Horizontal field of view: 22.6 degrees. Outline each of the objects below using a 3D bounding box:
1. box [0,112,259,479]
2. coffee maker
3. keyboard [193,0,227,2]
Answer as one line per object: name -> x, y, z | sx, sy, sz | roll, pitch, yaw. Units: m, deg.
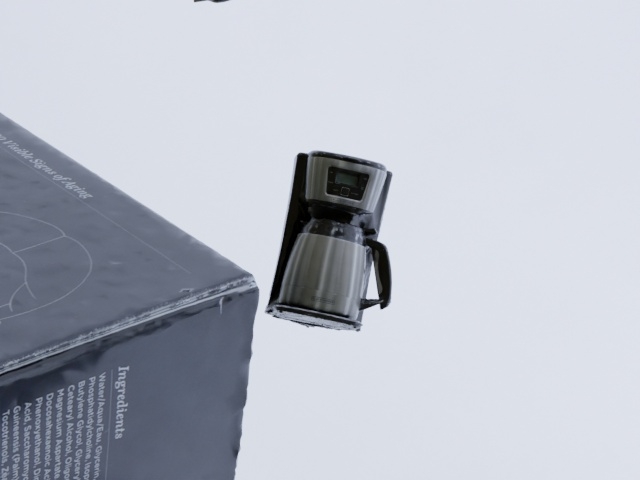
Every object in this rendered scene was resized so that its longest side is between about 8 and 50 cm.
box -> -0.395, 0.112, 1.451 | 0.480, 0.472, 0.297 | 31, -53, 36
coffee maker -> 0.000, 0.000, 1.702 | 0.171, 0.120, 0.178 | 0, -104, 60
keyboard -> 0.025, -0.153, 0.674 | 0.201, 0.317, 0.033 | -105, -163, -53
